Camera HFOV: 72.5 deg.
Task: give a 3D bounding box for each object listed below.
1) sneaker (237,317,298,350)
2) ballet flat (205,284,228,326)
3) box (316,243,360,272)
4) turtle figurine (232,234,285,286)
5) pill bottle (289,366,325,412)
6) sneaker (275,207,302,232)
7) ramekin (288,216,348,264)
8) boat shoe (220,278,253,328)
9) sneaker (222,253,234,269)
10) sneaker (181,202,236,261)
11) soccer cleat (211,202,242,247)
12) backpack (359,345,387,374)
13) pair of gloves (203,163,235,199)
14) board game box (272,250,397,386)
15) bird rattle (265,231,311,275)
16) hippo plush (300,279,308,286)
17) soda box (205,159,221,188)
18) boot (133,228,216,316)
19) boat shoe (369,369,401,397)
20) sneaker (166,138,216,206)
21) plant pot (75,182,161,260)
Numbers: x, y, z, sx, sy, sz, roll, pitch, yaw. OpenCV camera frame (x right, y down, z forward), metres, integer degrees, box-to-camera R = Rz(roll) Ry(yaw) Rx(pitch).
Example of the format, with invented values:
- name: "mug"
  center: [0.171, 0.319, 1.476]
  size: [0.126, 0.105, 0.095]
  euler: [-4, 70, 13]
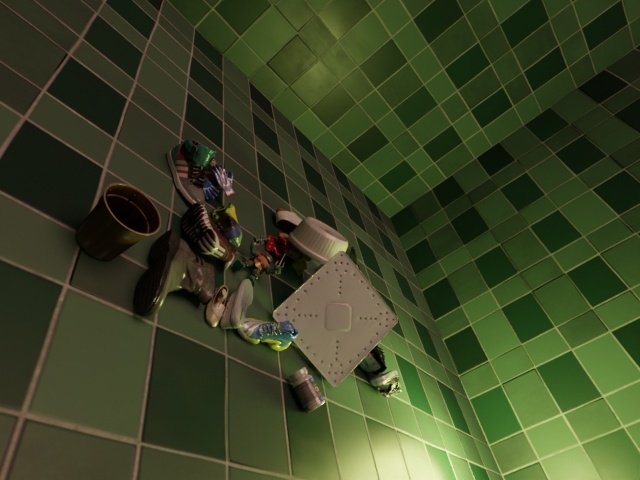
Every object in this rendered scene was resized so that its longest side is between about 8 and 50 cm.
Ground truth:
- name: "sneaker"
  center: [-0.172, 0.302, 1.507]
  size: [0.240, 0.126, 0.091]
  euler: [33, 29, -45]
- name: "ballet flat"
  center: [-0.333, 0.205, 1.414]
  size: [0.057, 0.052, 0.168]
  euler: [43, 23, -29]
- name: "box"
  center: [0.092, 0.192, 2.111]
  size: [0.058, 0.232, 0.321]
  euler: [34, 27, -33]
- name: "turtle figurine"
  center: [-0.237, 0.088, 1.724]
  size: [0.175, 0.118, 0.234]
  euler: [41, 35, 7]
- name: "pill bottle"
  center: [-0.049, 0.515, 1.507]
  size: [0.137, 0.078, 0.078]
  euler: [60, 21, 14]
- name: "sneaker"
  center: [-0.118, -0.087, 2.276]
  size: [0.290, 0.106, 0.123]
  euler: [33, 31, -41]
- name: "ramekin"
  center: [0.000, 0.000, 1.965]
  size: [0.273, 0.127, 0.273]
  euler: [30, 10, -6]
- name: "boat shoe"
  center: [-0.287, 0.208, 1.473]
  size: [0.226, 0.076, 0.083]
  euler: [-82, 158, -62]
- name: "sneaker"
  center: [-0.359, 0.053, 1.612]
  size: [0.065, 0.061, 0.158]
  euler: [31, 19, -22]
- name: "sneaker"
  center: [-0.387, -0.010, 1.542]
  size: [0.162, 0.106, 0.281]
  euler: [44, 6, -45]
- name: "soccer cleat"
  center: [-0.361, -0.060, 1.706]
  size: [0.289, 0.094, 0.121]
  euler: [-122, -170, -62]
- name: "backpack"
  center: [0.216, 0.525, 2.026]
  size: [0.182, 0.115, 0.152]
  euler: [48, 9, -13]
- name: "pair of gloves"
  center: [-0.442, -0.246, 1.820]
  size: [0.198, 0.023, 0.159]
  euler: [-21, 78, -42]
- name: "board game box"
  center: [0.064, 0.306, 1.746]
  size: [0.390, 0.390, 0.050]
  euler: [51, -19, -8]
- name: "bird rattle"
  center: [-0.151, 0.041, 2.048]
  size: [0.254, 0.143, 0.207]
  euler: [30, 17, -23]
- name: "hippo plush"
  center: [-0.014, 0.250, 1.883]
  size: [0.237, 0.294, 0.234]
  euler: [5, 25, -32]
- name: "soda box"
  center: [-0.481, -0.312, 1.901]
  size: [0.181, 0.061, 0.058]
  euler: [57, 21, 6]
- name: "boot"
  center: [-0.406, 0.129, 1.299]
  size: [0.222, 0.118, 0.338]
  euler: [48, 25, -32]
- name: "boat shoe"
  center: [0.311, 0.668, 2.016]
  size: [0.306, 0.113, 0.104]
  euler: [46, 22, -67]
- name: "sneaker"
  center: [-0.475, -0.281, 1.695]
  size: [0.124, 0.178, 0.295]
  euler: [13, 45, -61]
- name: "plant pot"
  center: [-0.549, -0.040, 1.167]
  size: [0.167, 0.165, 0.167]
  euler: [45, 23, -25]
